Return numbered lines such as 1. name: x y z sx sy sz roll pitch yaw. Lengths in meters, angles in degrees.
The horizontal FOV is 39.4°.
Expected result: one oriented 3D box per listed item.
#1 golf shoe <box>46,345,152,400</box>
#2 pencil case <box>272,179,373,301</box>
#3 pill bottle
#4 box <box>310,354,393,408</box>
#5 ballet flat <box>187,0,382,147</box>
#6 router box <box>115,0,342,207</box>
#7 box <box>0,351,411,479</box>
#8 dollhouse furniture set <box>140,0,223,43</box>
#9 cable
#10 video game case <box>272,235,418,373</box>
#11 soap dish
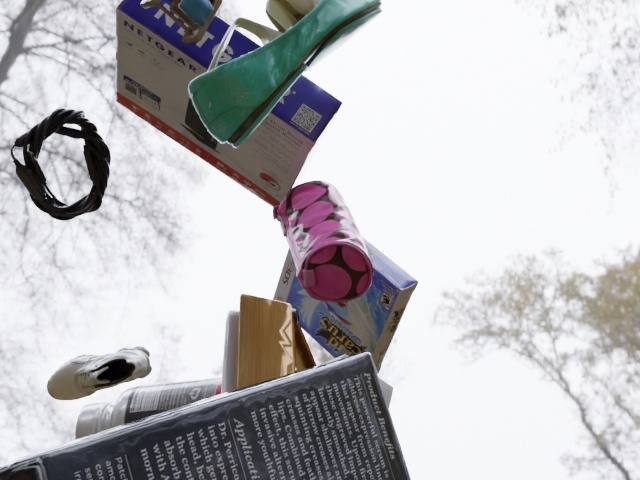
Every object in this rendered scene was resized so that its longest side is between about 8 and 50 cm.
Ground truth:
1. golf shoe: -0.358 0.211 1.414 0.176 0.069 0.086 -19 -1 3
2. pencil case: 0.000 0.000 1.145 0.098 0.209 0.095 1 -66 -12
3. pill bottle: -0.282 0.354 1.666 0.318 0.176 0.176 -7 -44 8
4. box: 0.031 0.234 1.256 0.101 0.102 0.087 37 -40 -23
5. ballet flat: -0.033 -0.189 0.839 0.087 0.247 0.083 47 -32 -8
6. router box: -0.156 -0.214 1.373 0.335 0.082 0.301 34 -21 0
7. box: -0.140 0.263 0.789 0.293 0.212 0.395 -23 -10 36
8. dollhouse furniture set: -0.172 -0.363 1.125 0.129 0.129 0.183 4 -27 49
9. cable: -0.395 -0.117 1.395 0.047 0.150 0.184 16 -33 37
10. video game case: 0.038 0.101 1.741 0.061 0.269 0.244 -22 -39 -42
11. soap dish: -0.068 0.255 1.408 0.118 0.291 0.229 -13 -49 8
